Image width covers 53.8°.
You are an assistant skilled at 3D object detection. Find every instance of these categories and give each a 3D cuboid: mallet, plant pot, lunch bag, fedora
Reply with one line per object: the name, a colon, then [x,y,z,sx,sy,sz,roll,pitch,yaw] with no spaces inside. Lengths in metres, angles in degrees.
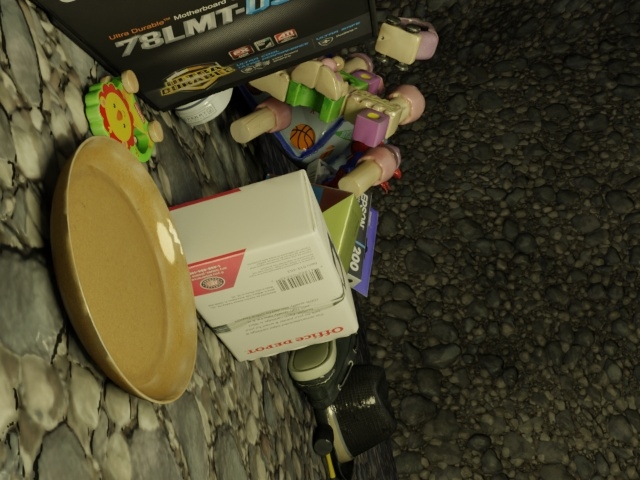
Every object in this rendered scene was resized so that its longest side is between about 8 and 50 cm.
mallet: [0.021,0.453,1.219,0.062,0.039,0.189,-51,130,-82]
plant pot: [-0.168,0.027,0.550,0.236,0.033,0.236,-14,90,-84]
lunch bag: [-0.062,-0.326,1.380,0.385,0.239,0.328,53,4,11]
fedora: [0.086,0.375,1.420,0.334,0.153,0.333,-15,90,-84]

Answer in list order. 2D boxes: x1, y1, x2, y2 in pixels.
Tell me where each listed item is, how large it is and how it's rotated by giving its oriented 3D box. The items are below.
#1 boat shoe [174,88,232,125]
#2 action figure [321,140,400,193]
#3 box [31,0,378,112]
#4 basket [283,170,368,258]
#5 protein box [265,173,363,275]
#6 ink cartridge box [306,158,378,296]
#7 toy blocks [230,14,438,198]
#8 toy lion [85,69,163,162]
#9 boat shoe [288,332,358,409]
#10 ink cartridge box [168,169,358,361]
boat shoe: [-0.174,-0.288,0.931,0.302,0.109,0.094,-97,165,-47]
action figure: [0.093,-0.121,1.222,0.139,0.091,0.280,43,43,-11]
box: [-0.096,-0.251,0.645,0.293,0.296,0.073,42,31,-80]
basket: [0.000,0.000,1.335,0.289,0.201,0.254,29,49,-77]
protein box: [-0.027,0.019,1.007,0.201,0.136,0.199,32,72,-81]
ink cartridge box: [0.045,-0.023,1.232,0.208,0.045,0.206,30,55,-33]
toy blocks: [0.049,-0.280,1.064,0.260,0.289,0.308,-41,155,-48]
toy lion: [-0.200,-0.117,0.635,0.096,0.034,0.100,-89,164,-46]
boat shoe: [0.019,0.226,1.289,0.340,0.127,0.113,-74,146,-73]
ink cartridge box: [-0.064,0.043,0.783,0.237,0.172,0.100,67,10,-53]
